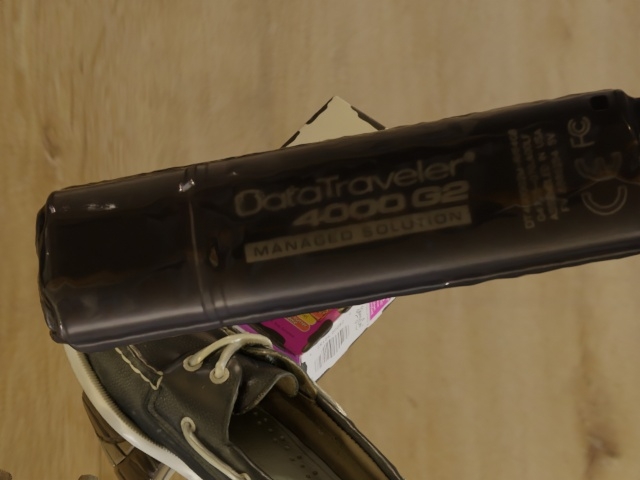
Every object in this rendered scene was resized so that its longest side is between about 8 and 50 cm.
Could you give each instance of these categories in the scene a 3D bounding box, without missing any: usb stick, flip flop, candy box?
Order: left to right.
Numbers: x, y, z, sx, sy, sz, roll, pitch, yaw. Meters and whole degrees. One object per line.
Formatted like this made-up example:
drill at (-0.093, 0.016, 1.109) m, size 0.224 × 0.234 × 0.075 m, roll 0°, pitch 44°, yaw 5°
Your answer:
flip flop at (-0.121, 0.129, 1.465) m, size 0.080 × 0.277 × 0.112 m, roll -18°, pitch 71°, yaw -35°
candy box at (0.000, 0.000, 1.565) m, size 0.159 × 0.071 × 0.233 m, roll 35°, pitch 65°, yaw 23°
usb stick at (0.010, -0.008, 0.770) m, size 0.278 × 0.045 × 0.077 m, roll -10°, pitch 72°, yaw 9°

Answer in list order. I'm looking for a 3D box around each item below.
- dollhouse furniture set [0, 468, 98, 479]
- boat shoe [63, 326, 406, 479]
dollhouse furniture set at (-0.247, 0.245, 1.068) m, size 0.212 × 0.161 × 0.242 m, roll 24°, pitch 118°, yaw -14°
boat shoe at (-0.037, 0.107, 1.048) m, size 0.302 × 0.091 × 0.114 m, roll 45°, pitch 43°, yaw 13°
